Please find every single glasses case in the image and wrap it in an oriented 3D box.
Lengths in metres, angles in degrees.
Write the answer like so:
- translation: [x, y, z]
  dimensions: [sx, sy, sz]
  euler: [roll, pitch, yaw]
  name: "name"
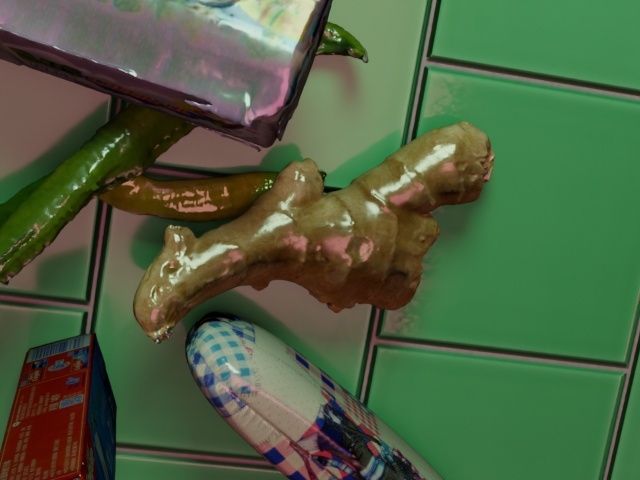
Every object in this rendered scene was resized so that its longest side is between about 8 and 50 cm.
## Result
- translation: [0.015, 0.178, 1.024]
  dimensions: [0.327, 0.125, 0.076]
  euler: [42, 102, -16]
  name: "glasses case"

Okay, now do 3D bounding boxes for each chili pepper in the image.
- translation: [-0.123, -0.086, 0.944]
  dimensions: [0.359, 0.085, 0.076]
  euler: [-35, 118, -14]
  name: "chili pepper"
- translation: [-0.096, -0.038, 1.000]
  dimensions: [0.208, 0.049, 0.043]
  euler: [4, 124, -13]
  name: "chili pepper"

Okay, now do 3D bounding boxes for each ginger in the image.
- translation: [0.000, 0.000, 0.992]
  dimensions: [0.333, 0.081, 0.148]
  euler: [-14, 119, -20]
  name: "ginger"

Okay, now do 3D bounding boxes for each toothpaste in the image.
- translation: [-0.188, 0.151, 0.881]
  dimensions: [0.066, 0.320, 0.076]
  euler: [-15, 103, -5]
  name: "toothpaste"

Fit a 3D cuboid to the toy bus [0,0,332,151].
- translation: [-0.156, -0.177, 0.889]
  dimensions: [0.316, 0.112, 0.138]
  euler: [18, 76, 0]
  name: "toy bus"
